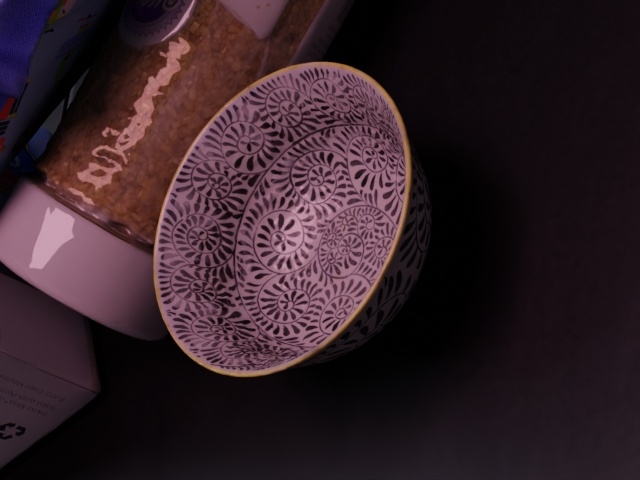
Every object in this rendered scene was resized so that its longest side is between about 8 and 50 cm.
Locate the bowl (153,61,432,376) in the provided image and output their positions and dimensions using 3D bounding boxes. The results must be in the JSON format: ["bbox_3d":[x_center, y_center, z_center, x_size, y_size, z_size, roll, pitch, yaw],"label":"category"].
[{"bbox_3d":[0.000,0.000,0.846,0.170,0.080,0.170,-18,59,34],"label":"bowl"}]

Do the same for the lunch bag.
[{"bbox_3d":[-0.164,-0.152,0.943,0.221,0.138,0.293,-55,19,27],"label":"lunch bag"}]

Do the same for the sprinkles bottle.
[{"bbox_3d":[-0.056,-0.121,0.933,0.121,0.121,0.355,32,93,47],"label":"sprinkles bottle"}]

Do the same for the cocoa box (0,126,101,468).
[{"bbox_3d":[-0.344,0.009,0.977,0.231,0.347,0.228,-36,49,24],"label":"cocoa box"}]
